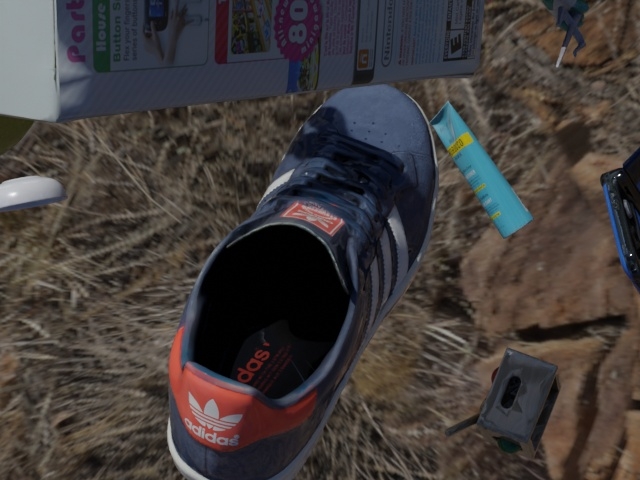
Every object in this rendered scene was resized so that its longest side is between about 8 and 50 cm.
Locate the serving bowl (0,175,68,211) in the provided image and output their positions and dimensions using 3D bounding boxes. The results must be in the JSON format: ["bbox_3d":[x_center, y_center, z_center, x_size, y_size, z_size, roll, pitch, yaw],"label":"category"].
[{"bbox_3d":[-0.292,-0.047,1.260,0.083,0.083,0.027,-11,90,-3],"label":"serving bowl"}]

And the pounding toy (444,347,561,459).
[{"bbox_3d":[0.243,0.222,1.682,0.100,0.130,0.141,20,75,20],"label":"pounding toy"}]

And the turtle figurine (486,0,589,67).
[{"bbox_3d":[0.178,-0.254,0.945,0.118,0.175,0.234,17,56,-5],"label":"turtle figurine"}]

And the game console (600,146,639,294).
[{"bbox_3d":[0.539,-0.012,1.851,0.173,0.293,0.250,-23,48,22],"label":"game console"}]

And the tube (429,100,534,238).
[{"bbox_3d":[0.229,-0.101,1.840,0.052,0.080,0.207,-30,83,-26],"label":"tube"}]

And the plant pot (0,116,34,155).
[{"bbox_3d":[-0.328,-0.153,0.845,0.274,0.293,0.275,-9,73,31],"label":"plant pot"}]

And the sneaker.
[{"bbox_3d":[0.000,0.000,0.872,0.131,0.148,0.350,16,57,9],"label":"sneaker"}]

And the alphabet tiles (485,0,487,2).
[{"bbox_3d":[0.087,-0.259,1.060,0.198,0.237,0.009,-15,61,14],"label":"alphabet tiles"}]

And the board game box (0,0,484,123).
[{"bbox_3d":[-0.034,-0.177,0.564,0.097,0.303,0.224,11,105,34],"label":"board game box"}]
